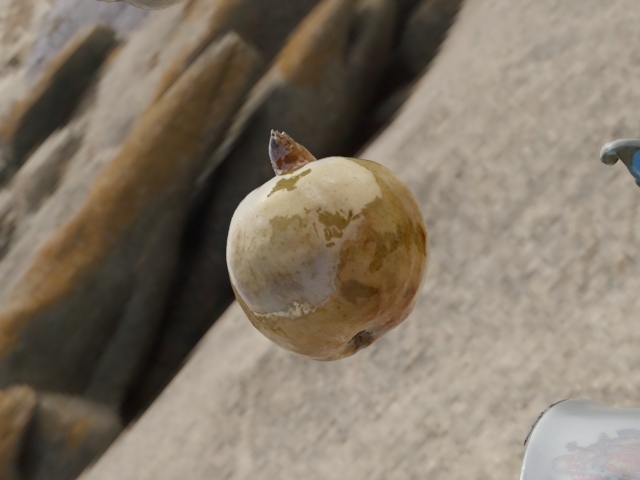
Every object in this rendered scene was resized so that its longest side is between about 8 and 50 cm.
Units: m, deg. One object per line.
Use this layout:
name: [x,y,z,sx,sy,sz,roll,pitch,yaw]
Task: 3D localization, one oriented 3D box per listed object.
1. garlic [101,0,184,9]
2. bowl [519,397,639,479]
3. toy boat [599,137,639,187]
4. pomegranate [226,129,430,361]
garlic: [-0.188,-0.306,1.659,0.229,0.178,0.142,25,98,30]
bowl: [0.299,0.253,1.186,0.157,0.345,0.345,-26,26,31]
toy boat: [0.365,-0.040,1.809,0.077,0.185,0.075,-17,36,8]
pomegranate: [0.007,0.015,1.600,0.207,0.207,0.207,-42,18,17]
